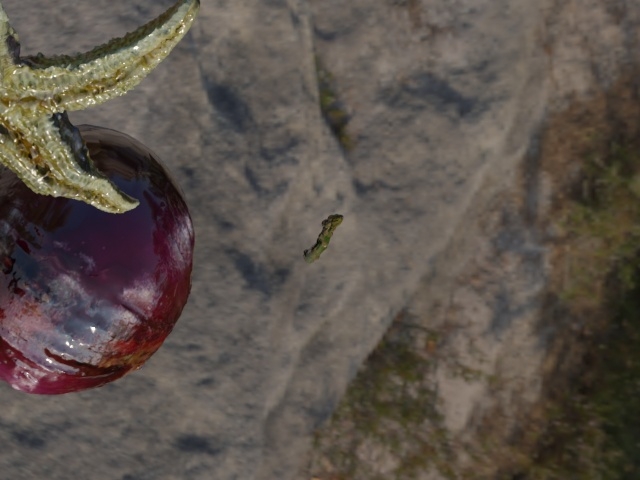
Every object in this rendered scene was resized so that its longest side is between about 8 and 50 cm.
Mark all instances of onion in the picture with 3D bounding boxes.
[{"bbox_3d":[-0.274,0.009,1.506,0.282,0.260,0.337,41,23,-15],"label":"onion"}]

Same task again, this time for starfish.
[{"bbox_3d":[-0.126,-0.058,0.547,0.176,0.208,0.053,-25,74,2],"label":"starfish"}]

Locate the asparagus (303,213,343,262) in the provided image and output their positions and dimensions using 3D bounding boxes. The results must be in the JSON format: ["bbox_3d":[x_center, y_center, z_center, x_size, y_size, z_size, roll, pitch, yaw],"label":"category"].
[{"bbox_3d":[0.000,0.000,1.105,0.016,0.163,0.016,20,75,-3],"label":"asparagus"}]
